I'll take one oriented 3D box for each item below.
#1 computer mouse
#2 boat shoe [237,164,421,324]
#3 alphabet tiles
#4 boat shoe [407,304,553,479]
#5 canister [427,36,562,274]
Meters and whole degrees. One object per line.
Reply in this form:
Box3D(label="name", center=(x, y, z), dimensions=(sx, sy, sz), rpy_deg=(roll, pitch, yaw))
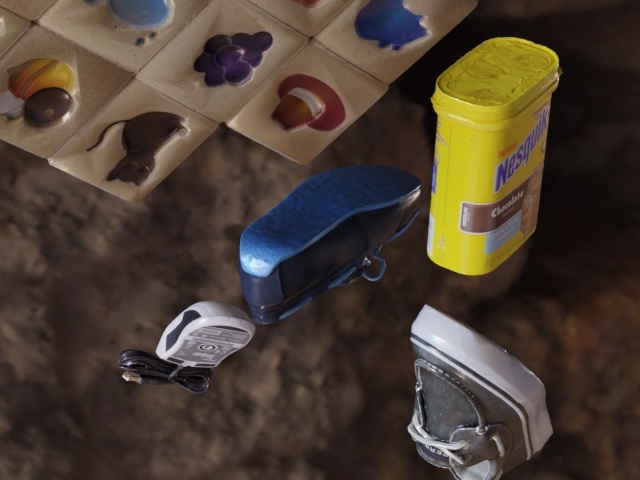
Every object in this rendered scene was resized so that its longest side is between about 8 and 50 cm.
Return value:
Box3D(label="computer mouse", center=(-0.120, 0.097, 1.889), dimensions=(0.106, 0.193, 0.042), rpy_deg=(13, -119, -25))
Box3D(label="boat shoe", center=(0.000, 0.000, 1.784), dimensions=(0.258, 0.109, 0.089), rpy_deg=(-26, -53, -46))
Box3D(label="alphabet tiles", center=(-0.019, -0.152, 0.758), dimensions=(0.342, 0.011, 0.285), rpy_deg=(-42, -40, 20))
Box3D(label="boat shoe", center=(0.146, 0.170, 1.863), dimensions=(0.119, 0.121, 0.335), rpy_deg=(-52, -30, -8))
Box3D(label="canister", center=(0.143, -0.070, 1.637), dimensions=(0.126, 0.073, 0.170), rpy_deg=(-40, -38, -45))
